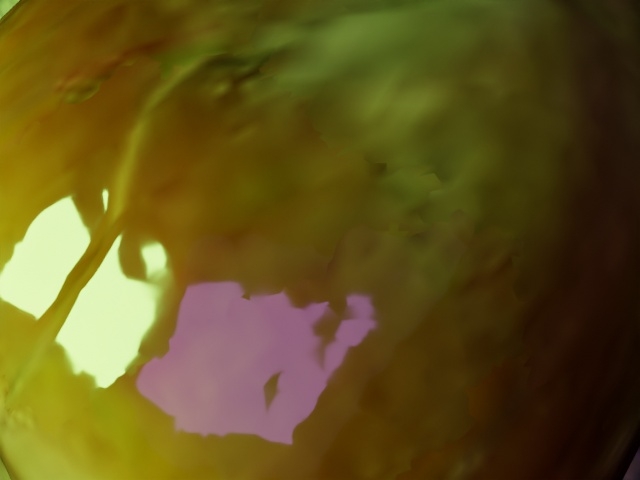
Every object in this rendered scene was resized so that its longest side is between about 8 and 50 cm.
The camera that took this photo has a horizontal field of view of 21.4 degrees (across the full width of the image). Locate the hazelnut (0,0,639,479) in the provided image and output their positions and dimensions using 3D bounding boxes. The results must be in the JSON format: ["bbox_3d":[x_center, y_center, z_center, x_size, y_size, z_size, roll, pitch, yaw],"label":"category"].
[{"bbox_3d":[0.000,0.000,0.691,0.315,0.372,0.372,29,126,-21],"label":"hazelnut"}]
